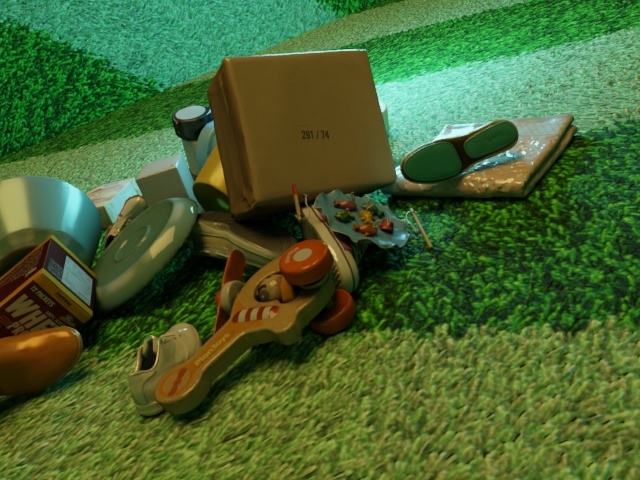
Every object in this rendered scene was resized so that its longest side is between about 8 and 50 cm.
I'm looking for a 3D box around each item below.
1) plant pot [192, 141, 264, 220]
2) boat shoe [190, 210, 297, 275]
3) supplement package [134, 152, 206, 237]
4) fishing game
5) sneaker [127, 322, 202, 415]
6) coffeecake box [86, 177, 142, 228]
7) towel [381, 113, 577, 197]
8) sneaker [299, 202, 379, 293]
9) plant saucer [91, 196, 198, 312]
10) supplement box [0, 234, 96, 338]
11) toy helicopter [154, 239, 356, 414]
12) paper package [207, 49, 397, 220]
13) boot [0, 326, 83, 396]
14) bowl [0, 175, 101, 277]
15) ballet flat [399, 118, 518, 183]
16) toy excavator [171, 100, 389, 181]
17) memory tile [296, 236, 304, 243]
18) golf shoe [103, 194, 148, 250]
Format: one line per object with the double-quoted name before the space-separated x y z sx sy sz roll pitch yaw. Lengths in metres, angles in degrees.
"plant pot" -0.157 -0.157 1.643 0.254 0.254 0.239 9 52 45
"boat shoe" -0.163 0.015 1.466 0.320 0.103 0.118 16 23 43
"supplement package" -0.352 -0.101 1.715 0.105 0.179 0.105 -16 25 6
"fishing game" 0.078 -0.047 1.298 0.264 0.041 0.189 13 29 -14
"sneaker" -0.257 0.183 1.174 0.080 0.094 0.212 -14 25 14
"coffeecake box" -0.614 -0.099 2.031 0.142 0.068 0.185 -11 26 20
"towel" 0.341 -0.181 1.536 0.332 0.053 0.317 3 33 41
"sneaker" 0.063 -0.004 1.326 0.161 0.102 0.282 -8 32 -10
"plant saucer" -0.392 0.017 1.534 0.318 0.043 0.317 -33 29 20
"supplement box" -0.561 0.125 1.407 0.191 0.129 0.194 -39 26 2
"toy helicopter" -0.130 0.133 1.150 0.355 0.140 0.235 -43 36 -25
"paper package" -0.043 -0.220 1.476 0.325 0.309 0.168 -10 -5 -25
"boot" -0.579 0.214 1.210 0.295 0.104 0.211 -23 -20 13
"bowl" -0.628 0.029 1.569 0.312 0.311 0.163 -24 44 -9
"ballet flat" 0.273 -0.172 1.428 0.249 0.086 0.086 -18 25 -2
"toy excavator" -0.098 -0.271 1.904 0.445 0.222 0.433 19 43 33
"memory tile" 0.000 0.000 1.458 0.148 0.012 0.113 -34 29 -28
"golf shoe" -0.466 -0.032 1.732 0.186 0.068 0.086 -48 26 34
